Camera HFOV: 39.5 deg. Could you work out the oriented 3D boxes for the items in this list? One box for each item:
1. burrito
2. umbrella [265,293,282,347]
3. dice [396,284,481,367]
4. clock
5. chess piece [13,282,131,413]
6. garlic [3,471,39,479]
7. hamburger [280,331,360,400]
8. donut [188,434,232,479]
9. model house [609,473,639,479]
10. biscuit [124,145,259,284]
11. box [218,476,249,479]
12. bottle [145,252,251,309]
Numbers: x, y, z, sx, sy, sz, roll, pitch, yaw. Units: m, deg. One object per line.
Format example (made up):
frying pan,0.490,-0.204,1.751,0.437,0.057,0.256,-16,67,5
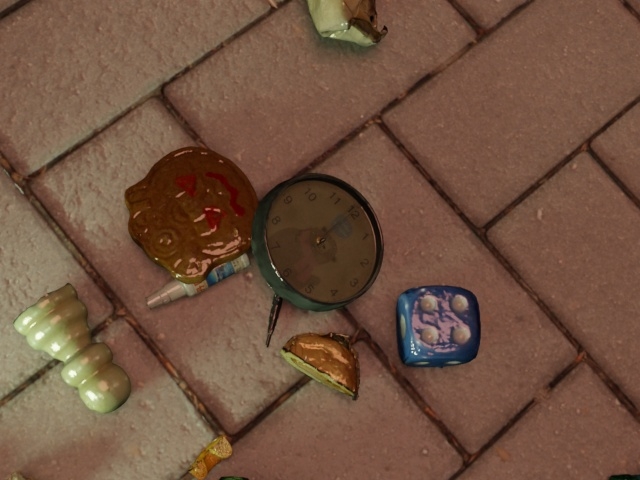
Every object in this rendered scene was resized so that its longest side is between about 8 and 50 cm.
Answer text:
burrito,0.026,-0.558,1.924,0.135,0.190,0.332,-22,72,24
umbrella,-0.081,0.081,1.784,0.044,0.044,0.269,6,70,26
dice,0.227,0.172,1.742,0.146,0.143,0.147,2,74,-7
clock,0.000,0.000,1.763,0.280,0.055,0.281,8,72,-25
chess piece,-0.449,0.215,1.660,0.133,0.133,0.243,-36,87,-15
garlic,-0.540,0.464,1.601,0.113,0.074,0.094,-20,87,4
hamburger,0.017,0.229,1.736,0.176,0.087,0.102,29,62,8
donut,-0.205,0.409,1.665,0.038,0.067,0.083,50,40,-10
model house,0.696,0.557,1.639,0.229,0.249,0.281,-3,75,-7
biscuit,-0.254,-0.061,1.767,0.257,0.049,0.273,-35,66,-16
box,-0.111,0.586,1.541,0.177,0.252,0.329,13,73,-17
bottle,-0.243,0.075,1.756,0.217,0.060,0.060,-29,80,-13
